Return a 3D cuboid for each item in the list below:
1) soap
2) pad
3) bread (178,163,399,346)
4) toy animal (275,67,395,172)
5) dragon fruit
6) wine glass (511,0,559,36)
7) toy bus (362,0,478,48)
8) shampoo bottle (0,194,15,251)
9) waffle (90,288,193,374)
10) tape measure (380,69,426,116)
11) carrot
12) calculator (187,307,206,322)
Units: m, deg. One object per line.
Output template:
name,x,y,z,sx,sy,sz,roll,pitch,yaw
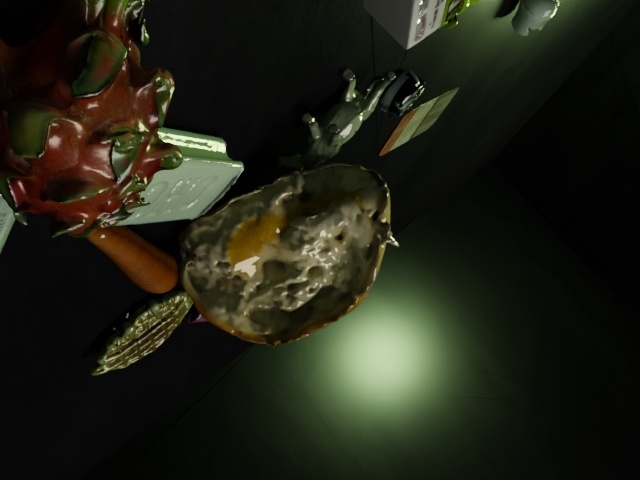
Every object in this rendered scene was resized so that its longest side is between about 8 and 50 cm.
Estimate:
soap,-0.186,-0.074,0.630,0.114,0.063,0.198,-43,169,20
pad,0.295,-0.324,1.303,0.250,0.055,0.323,-33,-176,-35
bread,-0.024,0.045,1.000,0.361,0.250,0.394,-23,170,4
toy animal,0.023,-0.188,0.885,0.217,0.073,0.176,-44,177,-7
dragon fruit,-0.178,-0.110,0.389,0.137,0.135,0.236,-30,144,-47
wine glass,0.458,-0.503,1.087,0.079,0.079,0.195,-38,168,-15
toy bus,0.120,-0.336,0.534,0.139,0.113,0.302,-39,167,-6
shampoo bottle,-0.321,0.003,0.490,0.195,0.056,0.056,-47,167,30
waffle,-0.354,0.181,1.094,0.214,0.054,0.208,-50,164,16
tape measure,0.158,-0.279,1.018,0.091,0.054,0.094,-51,172,37
carrot,-0.266,0.018,0.760,0.069,0.069,0.336,-39,163,-9
calculator,-0.246,0.134,1.339,0.190,0.034,0.126,-46,168,-1
